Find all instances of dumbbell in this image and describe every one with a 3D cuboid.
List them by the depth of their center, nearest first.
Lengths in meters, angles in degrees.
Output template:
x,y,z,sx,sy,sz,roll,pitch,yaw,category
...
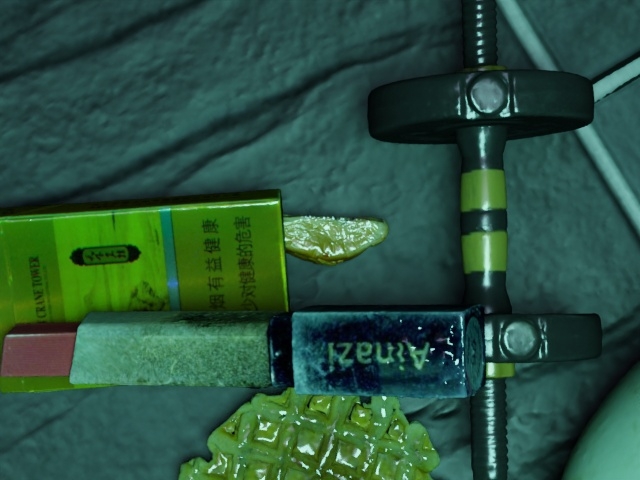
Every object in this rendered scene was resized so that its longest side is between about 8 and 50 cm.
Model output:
x,y,z,sx,sy,sz,roll,pitch,yaw,category
0.102,-0.011,0.895,0.143,0.143,0.325,-1,87,-1,dumbbell

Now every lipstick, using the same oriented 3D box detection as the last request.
x,y,z,sx,sy,sz,roll,pitch,yaw,category
-0.060,0.064,0.848,0.312,0.051,0.051,-1,95,20,lipstick

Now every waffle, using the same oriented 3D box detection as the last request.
x,y,z,sx,sy,sz,roll,pitch,yaw,category
0.004,0.179,0.931,0.169,0.036,0.183,-33,94,-4,waffle

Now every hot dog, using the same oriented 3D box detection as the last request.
x,y,z,sx,sy,sz,roll,pitch,yaw,category
0.000,0.000,0.949,0.090,0.030,0.034,2,88,-1,hot dog

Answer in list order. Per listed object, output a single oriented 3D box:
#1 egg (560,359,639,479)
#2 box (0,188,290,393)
x,y,z,sx,sy,sz,roll,pitch,yaw,category
0.310,0.128,0.848,0.371,0.230,0.230,-30,88,-8,egg
-0.117,0.034,0.926,0.193,0.030,0.121,-4,107,0,box
